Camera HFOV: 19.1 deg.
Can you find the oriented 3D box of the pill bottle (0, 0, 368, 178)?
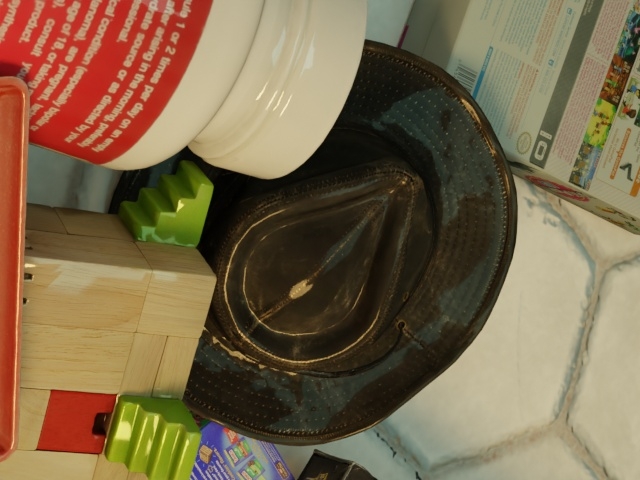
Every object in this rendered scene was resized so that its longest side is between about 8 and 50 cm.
[{"bbox_3d":[-0.183,-0.179,1.236,0.408,0.229,0.229,18,86,-29],"label":"pill bottle"}]

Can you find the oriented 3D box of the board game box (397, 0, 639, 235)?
[{"bbox_3d":[0.223,-0.153,1.619,0.303,0.097,0.224,24,84,-28],"label":"board game box"}]

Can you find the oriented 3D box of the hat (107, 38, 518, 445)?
[{"bbox_3d":[0.000,0.000,1.427,0.331,0.134,0.331,0,92,-7],"label":"hat"}]

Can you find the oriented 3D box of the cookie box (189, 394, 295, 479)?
[{"bbox_3d":[-0.088,0.186,1.503,0.107,0.040,0.092,-38,111,-22],"label":"cookie box"}]

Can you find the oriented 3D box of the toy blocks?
[{"bbox_3d":[-0.241,0.120,1.322,0.261,0.191,0.381,7,111,-26],"label":"toy blocks"}]

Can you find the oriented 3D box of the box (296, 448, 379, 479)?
[{"bbox_3d":[0.035,0.367,1.513,0.293,0.073,0.295,39,73,-26],"label":"box"}]

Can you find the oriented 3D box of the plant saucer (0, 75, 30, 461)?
[{"bbox_3d":[-0.306,0.028,1.140,0.258,0.048,0.259,-7,113,-30],"label":"plant saucer"}]
